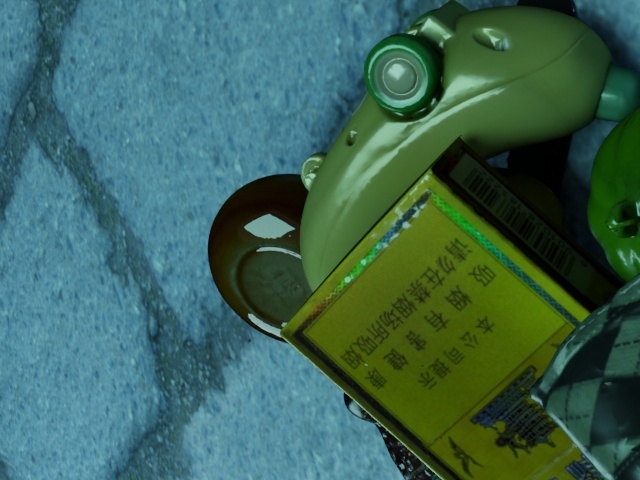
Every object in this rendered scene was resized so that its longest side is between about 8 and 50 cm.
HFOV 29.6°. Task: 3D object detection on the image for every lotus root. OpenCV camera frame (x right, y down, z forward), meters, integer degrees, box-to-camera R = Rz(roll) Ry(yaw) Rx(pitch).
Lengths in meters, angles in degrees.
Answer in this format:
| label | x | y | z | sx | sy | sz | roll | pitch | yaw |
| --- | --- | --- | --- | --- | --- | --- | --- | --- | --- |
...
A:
| label | x | y | z | sx | sy | sz | roll | pitch | yaw |
| --- | --- | --- | --- | --- | --- | --- | --- | --- | --- |
| lotus root | 0.242 | -0.025 | 0.798 | 0.186 | 0.186 | 0.186 | 19 | 115 | 47 |

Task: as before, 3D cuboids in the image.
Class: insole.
| label | x | y | z | sx | sy | sz | roll | pitch | yaw |
| --- | --- | --- | --- | --- | --- | --- | --- | --- | --- |
| insole | 0.178 | -0.095 | 0.988 | 0.080 | 0.003 | 0.232 | 22 | 118 | 46 |

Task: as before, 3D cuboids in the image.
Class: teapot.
| label | x | y | z | sx | sy | sz | roll | pitch | yaw |
| --- | --- | --- | --- | --- | --- | --- | --- | --- | --- |
| teapot | 0.000 | 0.000 | 1.153 | 0.252 | 0.135 | 0.178 | -26 | 115 | 33 |

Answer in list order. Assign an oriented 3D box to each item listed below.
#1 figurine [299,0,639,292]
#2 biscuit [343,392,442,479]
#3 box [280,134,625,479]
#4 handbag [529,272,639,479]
| label | x | y | z | sx | sy | sz | roll | pitch | yaw |
| --- | --- | --- | --- | --- | --- | --- | --- | --- | --- |
| figurine | 0.108 | -0.045 | 0.966 | 0.222 | 0.124 | 0.324 | 38 | 120 | 3 |
| biscuit | 0.114 | 0.203 | 1.106 | 0.151 | 0.063 | 0.235 | -46 | 68 | 48 |
| box | 0.145 | 0.095 | 0.896 | 0.301 | 0.084 | 0.193 | 42 | 123 | 1 |
| handbag | 0.352 | 0.123 | 0.590 | 0.317 | 0.180 | 0.416 | -49 | 56 | 18 |
